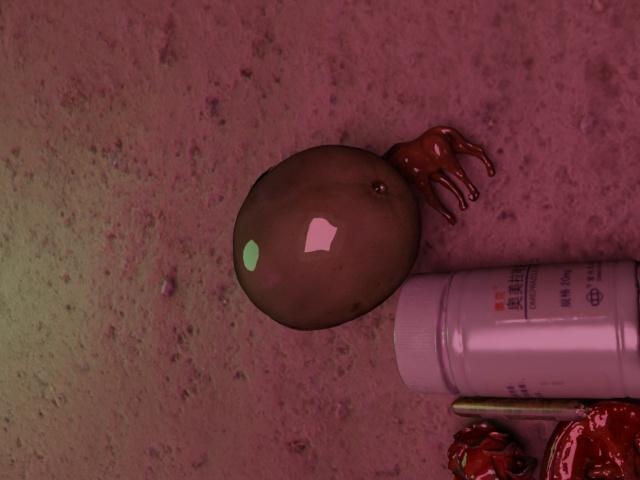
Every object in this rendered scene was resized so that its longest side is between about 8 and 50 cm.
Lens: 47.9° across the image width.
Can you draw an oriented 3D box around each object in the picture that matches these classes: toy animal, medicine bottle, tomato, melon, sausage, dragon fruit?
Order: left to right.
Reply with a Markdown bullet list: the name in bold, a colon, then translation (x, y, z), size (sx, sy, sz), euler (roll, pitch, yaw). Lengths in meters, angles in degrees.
- **melon**: translation (0.000, 0.000, 1.103), size (0.268, 0.268, 0.330), euler (55, 141, 7)
- **toy animal**: translation (0.133, -0.110, 1.144), size (0.230, 0.066, 0.224), euler (39, 131, 4)
- **dragon fruit**: translation (0.267, 0.352, 1.129), size (0.121, 0.130, 0.142), euler (-63, 29, 2)
- **sausage**: translation (0.293, 0.254, 1.089), size (0.269, 0.033, 0.033), euler (-16, 92, 53)
- **medicine bottle**: translation (0.287, 0.130, 1.040), size (0.332, 0.190, 0.190), euler (-5, 97, 25)
- **tomato**: translation (0.429, 0.341, 1.063), size (0.228, 0.101, 0.228), euler (0, 90, 6)
